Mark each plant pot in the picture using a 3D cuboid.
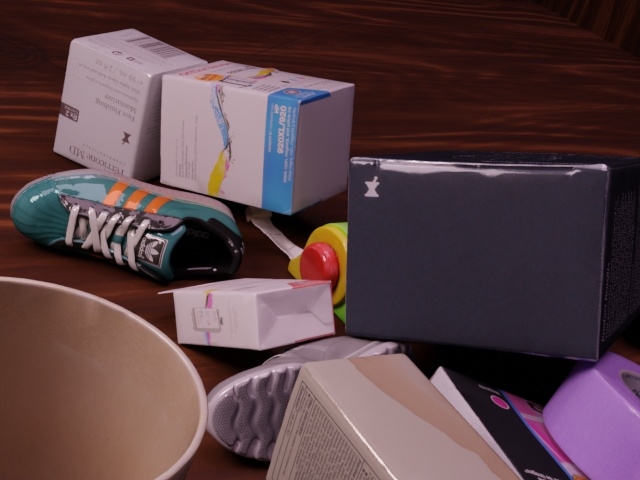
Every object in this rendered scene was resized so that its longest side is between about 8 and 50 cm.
[{"bbox_3d":[-0.231,0.208,0.764,0.256,0.274,0.256,13,26,-6],"label":"plant pot"}]

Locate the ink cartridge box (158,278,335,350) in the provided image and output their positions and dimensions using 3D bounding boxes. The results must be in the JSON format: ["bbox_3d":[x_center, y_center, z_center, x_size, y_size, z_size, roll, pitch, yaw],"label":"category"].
[{"bbox_3d":[-0.091,0.084,1.278,0.115,0.067,0.198,-8,4,-41],"label":"ink cartridge box"}]

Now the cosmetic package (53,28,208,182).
[{"bbox_3d":[-0.287,-0.203,1.651,0.151,0.184,0.151,25,26,20],"label":"cosmetic package"}]

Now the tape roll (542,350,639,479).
[{"bbox_3d":[0.382,0.233,1.192,0.274,0.090,0.275,29,14,-8],"label":"tape roll"}]

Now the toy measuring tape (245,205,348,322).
[{"bbox_3d":[0.000,0.000,1.500,0.121,0.121,0.330,-3,32,-35],"label":"toy measuring tape"}]

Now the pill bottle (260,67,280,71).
[{"bbox_3d":[-0.155,-0.227,1.852,0.121,0.121,0.221,33,30,31],"label":"pill bottle"}]

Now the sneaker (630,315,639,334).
[{"bbox_3d":[0.410,0.046,1.686,0.139,0.125,0.341,-21,40,-11],"label":"sneaker"}]

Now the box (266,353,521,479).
[{"bbox_3d":[0.088,0.244,0.920,0.121,0.148,0.311,-1,33,-34],"label":"box"}]

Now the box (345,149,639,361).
[{"bbox_3d":[0.238,-0.001,1.351,0.293,0.212,0.395,4,7,24],"label":"box"}]

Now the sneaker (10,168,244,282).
[{"bbox_3d":[-0.237,-0.014,1.394,0.302,0.108,0.121,6,23,-24],"label":"sneaker"}]

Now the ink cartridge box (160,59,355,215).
[{"bbox_3d":[-0.094,-0.156,1.593,0.232,0.168,0.171,14,22,26],"label":"ink cartridge box"}]

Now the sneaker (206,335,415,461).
[{"bbox_3d":[-0.024,0.168,1.204,0.281,0.105,0.115,-7,12,-43],"label":"sneaker"}]

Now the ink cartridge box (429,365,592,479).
[{"bbox_3d":[0.238,0.266,1.085,0.175,0.069,0.371,24,17,-26],"label":"ink cartridge box"}]

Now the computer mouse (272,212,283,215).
[{"bbox_3d":[-0.032,-0.088,1.739,0.071,0.041,0.242,27,27,23],"label":"computer mouse"}]
